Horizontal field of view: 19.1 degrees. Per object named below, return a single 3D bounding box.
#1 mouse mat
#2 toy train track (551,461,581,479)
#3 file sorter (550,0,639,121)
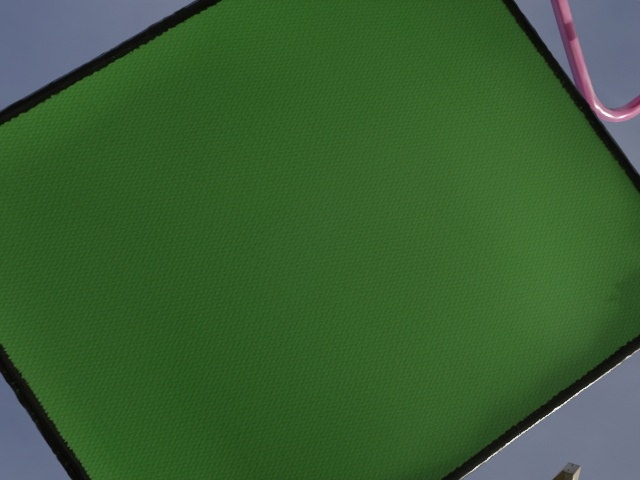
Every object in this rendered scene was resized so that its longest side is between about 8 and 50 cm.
[{"bbox_3d":[0.000,0.000,0.523,0.189,0.007,0.153,-32,-95,-23],"label":"mouse mat"},{"bbox_3d":[0.069,0.111,0.624,0.014,0.048,0.083,17,-74,17],"label":"toy train track"},{"bbox_3d":[0.259,-0.131,0.827,0.202,0.182,0.290,-40,-142,-22],"label":"file sorter"}]
